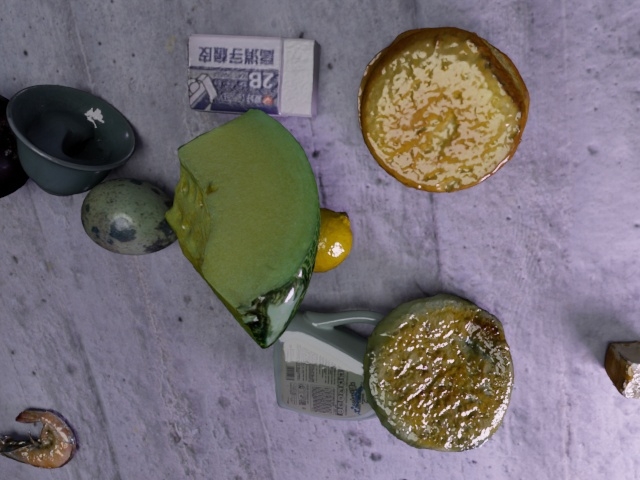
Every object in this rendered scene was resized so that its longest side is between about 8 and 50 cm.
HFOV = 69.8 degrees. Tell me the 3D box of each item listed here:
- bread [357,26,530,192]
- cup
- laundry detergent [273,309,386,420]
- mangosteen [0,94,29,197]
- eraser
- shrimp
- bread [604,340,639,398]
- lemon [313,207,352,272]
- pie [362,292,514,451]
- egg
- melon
[{"bbox_3d":[0.175,-0.188,0.691,0.269,0.145,0.268,4,108,13],"label":"bread"},{"bbox_3d":[-0.456,-0.155,0.826,0.199,0.199,0.150,42,127,-2],"label":"cup"},{"bbox_3d":[0.059,0.228,0.846,0.281,0.105,0.214,1,104,11],"label":"laundry detergent"},{"bbox_3d":[-0.652,-0.177,0.847,0.250,0.211,0.211,14,109,35],"label":"mangosteen"},{"bbox_3d":[-0.110,-0.272,0.766,0.211,0.068,0.124,6,104,10],"label":"eraser"},{"bbox_3d":[-0.703,0.472,1.104,0.252,0.052,0.143,1,95,4],"label":"shrimp"},{"bbox_3d":[0.524,0.214,0.760,0.077,0.083,0.070,1,108,11],"label":"bread"},{"bbox_3d":[0.000,0.000,0.796,0.133,0.109,0.109,-43,93,10],"label":"lemon"},{"bbox_3d":[0.201,0.225,0.781,0.278,0.078,0.276,1,83,-8],"label":"pie"},{"bbox_3d":[-0.341,-0.042,0.838,0.182,0.141,0.141,14,107,3],"label":"egg"},{"bbox_3d":[-0.117,0.002,0.689,0.331,0.226,0.343,-53,54,20],"label":"melon"}]
